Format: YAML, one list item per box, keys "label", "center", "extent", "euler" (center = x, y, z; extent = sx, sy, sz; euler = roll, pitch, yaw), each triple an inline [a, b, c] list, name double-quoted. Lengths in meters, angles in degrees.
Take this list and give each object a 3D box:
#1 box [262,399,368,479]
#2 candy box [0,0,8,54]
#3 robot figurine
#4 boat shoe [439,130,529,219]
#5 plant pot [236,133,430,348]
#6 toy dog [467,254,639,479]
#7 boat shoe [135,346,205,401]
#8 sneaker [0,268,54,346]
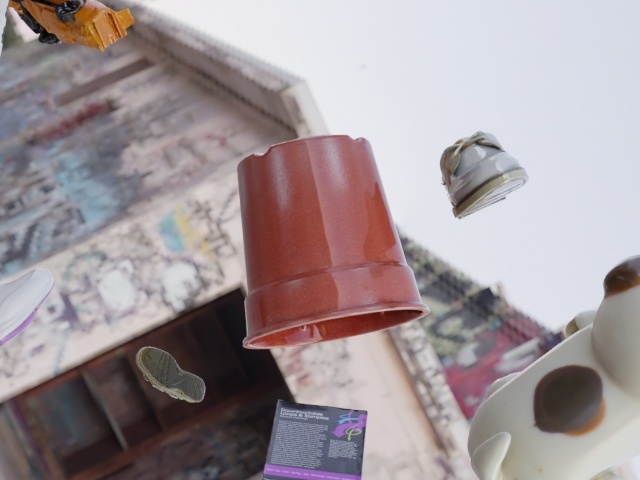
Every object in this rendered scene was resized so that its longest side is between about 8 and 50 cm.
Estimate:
- label: "box"
  center: [-0.004, 0.254, 1.657]
  extent: [0.162, 0.116, 0.029]
  euler: [-79, 175, -60]
- label: "candy box"
  center: [-0.515, -0.237, 1.919]
  extent: [0.165, 0.070, 0.196]
  euler: [-26, -126, 45]
- label: "robot figurine"
  center: [-0.383, -0.367, 1.948]
  extent: [0.291, 0.085, 0.211]
  euler: [28, -34, 49]
- label: "boat shoe"
  center: [0.216, -0.096, 1.938]
  extent: [0.302, 0.113, 0.103]
  euler: [117, -51, -85]
- label: "plant pot"
  center: [0.000, 0.000, 1.978]
  extent: [0.272, 0.273, 0.265]
  euler: [127, -46, -75]
- label: "toy dog"
  center: [0.417, 0.204, 2.027]
  extent: [0.395, 0.408, 0.284]
  euler: [16, 35, -45]
- label: "boat shoe"
  center: [-0.248, 0.217, 2.193]
  extent: [0.048, 0.056, 0.153]
  euler: [-8, -30, 37]
- label: "sneaker"
  center: [-0.527, 0.105, 1.946]
  extent: [0.152, 0.305, 0.114]
  euler: [62, -12, -9]
